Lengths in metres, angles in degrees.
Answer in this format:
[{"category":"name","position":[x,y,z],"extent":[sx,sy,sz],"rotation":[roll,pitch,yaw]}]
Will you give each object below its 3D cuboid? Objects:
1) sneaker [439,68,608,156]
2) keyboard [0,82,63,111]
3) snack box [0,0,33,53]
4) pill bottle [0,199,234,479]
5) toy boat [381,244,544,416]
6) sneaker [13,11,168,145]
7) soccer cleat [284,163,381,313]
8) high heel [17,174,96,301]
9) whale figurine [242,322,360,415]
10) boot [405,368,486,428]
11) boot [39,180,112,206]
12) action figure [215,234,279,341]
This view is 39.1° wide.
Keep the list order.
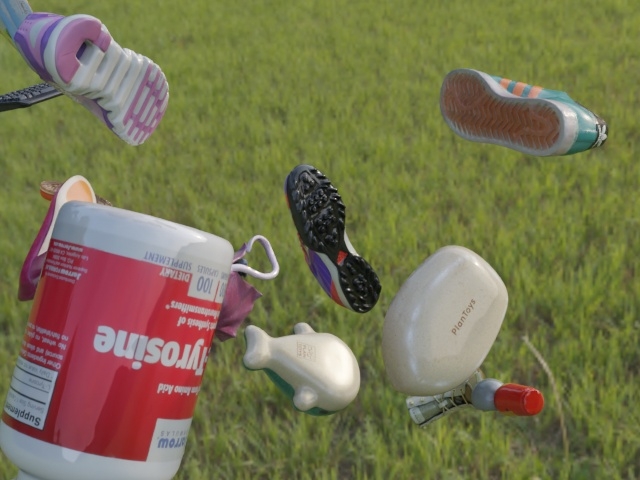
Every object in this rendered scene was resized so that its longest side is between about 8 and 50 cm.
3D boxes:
[{"category":"sneaker","position":[0.305,-0.190,1.383],"extent":[0.121,0.108,0.302],"rotation":[1,21,-32]},{"category":"keyboard","position":[-0.378,-0.205,1.235],"extent":[0.108,0.023,0.180],"rotation":[-4,18,32]},{"category":"snack box","position":[-0.656,-0.500,1.855],"extent":[0.070,0.174,0.207],"rotation":[-32,41,-17]},{"category":"pill bottle","position":[-0.264,0.171,1.132],"extent":[0.229,0.407,0.229],"rotation":[14,-4,1]},{"category":"toy boat","position":[0.231,0.183,1.499],"extent":[0.267,0.318,0.148],"rotation":[-49,17,-22]},{"category":"sneaker","position":[-0.263,-0.192,1.035],"extent":[0.105,0.095,0.236],"rotation":[22,-10,24]},{"category":"soccer cleat","position":[0.000,0.000,1.629],"extent":[0.116,0.318,0.108],"rotation":[11,49,48]},{"category":"high heel","position":[-0.458,-0.006,1.554],"extent":[0.117,0.082,0.244],"rotation":[-32,42,31]},{"category":"whale figurine","position":[-0.053,0.272,1.885],"extent":[0.272,0.141,0.216],"rotation":[21,43,-24]},{"category":"boot","position":[0.250,0.311,1.741],"extent":[0.165,0.077,0.213],"rotation":[-25,2,3]},{"category":"boot","position":[-0.482,-0.060,1.731],"extent":[0.158,0.084,0.059],"rotation":[26,12,-49]},{"category":"action figure","position":[-0.263,0.096,2.058],"extent":[0.276,0.370,0.248],"rotation":[-34,62,9]}]
